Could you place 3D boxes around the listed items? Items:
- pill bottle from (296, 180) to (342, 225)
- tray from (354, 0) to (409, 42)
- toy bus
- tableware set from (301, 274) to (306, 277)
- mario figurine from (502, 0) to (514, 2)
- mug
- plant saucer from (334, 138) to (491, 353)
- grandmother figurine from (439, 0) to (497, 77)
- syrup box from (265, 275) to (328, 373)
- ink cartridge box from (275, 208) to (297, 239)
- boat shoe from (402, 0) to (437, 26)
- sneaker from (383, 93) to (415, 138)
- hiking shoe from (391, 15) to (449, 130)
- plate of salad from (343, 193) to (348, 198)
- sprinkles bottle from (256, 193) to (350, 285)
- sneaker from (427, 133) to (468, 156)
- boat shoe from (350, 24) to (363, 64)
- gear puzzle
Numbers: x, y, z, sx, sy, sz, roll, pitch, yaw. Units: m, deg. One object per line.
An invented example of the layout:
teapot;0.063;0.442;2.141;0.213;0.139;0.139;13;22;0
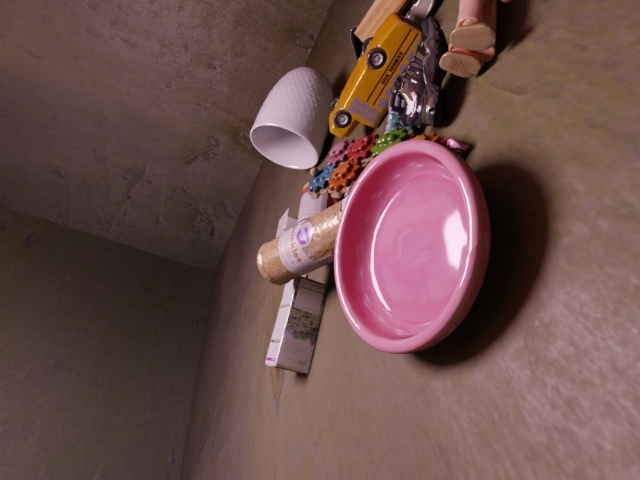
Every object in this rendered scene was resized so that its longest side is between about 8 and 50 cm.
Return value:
pill bottle;-0.005;-0.055;1.171;0.121;0.121;0.221;-45;31;51
tray;0.260;-0.694;1.052;0.203;0.076;0.411;-51;6;-32
toy bus;0.145;-0.429;1.120;0.333;0.130;0.108;-57;23;34
tableware set;-0.068;0.182;1.264;0.169;0.020;0.141;-70;19;-3
mario figurine;0.351;-0.460;0.524;0.198;0.170;0.320;-69;17;-4
mug;-0.082;-0.472;1.651;0.374;0.276;0.328;76;-148;-67
plant saucer;0.142;0.011;0.667;0.332;0.084;0.333;-24;62;56
grandmother figurine;0.305;-0.482;0.787;0.208;0.103;0.343;123;165;-74
syrup box;-0.062;0.221;1.093;0.096;0.093;0.237;-26;47;63
ink cartridge box;-0.126;-0.017;1.566;0.104;0.060;0.180;-45;31;52
boat shoe;0.247;-0.583;1.125;0.065;0.075;0.206;-44;-2;-38
sneaker;0.181;-0.228;0.945;0.098;0.083;0.224;0;-75;-75
hiking shoe;0.195;-0.339;0.841;0.114;0.086;0.227;0;83;32
plate of salad;0.098;-0.140;1.087;0.200;0.048;0.200;-55;23;39
sprinkles bottle;0.000;0.000;0.962;0.355;0.121;0.121;-28;43;40
sneaker;0.225;-0.164;0.771;0.119;0.047;0.057;-117;39;-67
boat shoe;0.147;-0.611;1.352;0.112;0.095;0.335;-55;24;37
gear puzzle;0.094;-0.166;0.844;0.338;0.044;0.176;5;55;54
